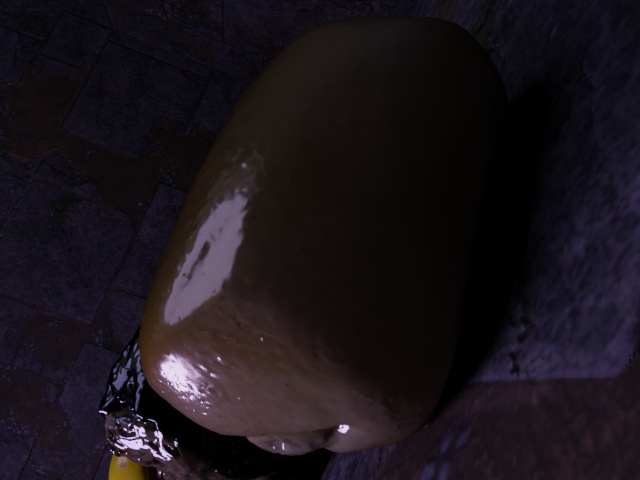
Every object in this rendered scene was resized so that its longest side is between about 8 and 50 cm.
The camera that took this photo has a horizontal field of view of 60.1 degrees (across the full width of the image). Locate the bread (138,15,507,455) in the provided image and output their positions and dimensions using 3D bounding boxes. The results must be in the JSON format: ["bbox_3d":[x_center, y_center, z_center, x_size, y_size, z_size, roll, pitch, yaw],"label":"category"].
[{"bbox_3d":[0.000,0.000,0.516,0.348,0.253,0.376,130,159,-70],"label":"bread"}]

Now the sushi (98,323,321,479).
[{"bbox_3d":[-0.130,0.237,0.715,0.170,0.211,0.350,-65,-36,-28],"label":"sushi"}]

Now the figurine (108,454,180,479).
[{"bbox_3d":[-0.277,0.504,1.183,0.187,0.344,0.215,106,-176,-48],"label":"figurine"}]
